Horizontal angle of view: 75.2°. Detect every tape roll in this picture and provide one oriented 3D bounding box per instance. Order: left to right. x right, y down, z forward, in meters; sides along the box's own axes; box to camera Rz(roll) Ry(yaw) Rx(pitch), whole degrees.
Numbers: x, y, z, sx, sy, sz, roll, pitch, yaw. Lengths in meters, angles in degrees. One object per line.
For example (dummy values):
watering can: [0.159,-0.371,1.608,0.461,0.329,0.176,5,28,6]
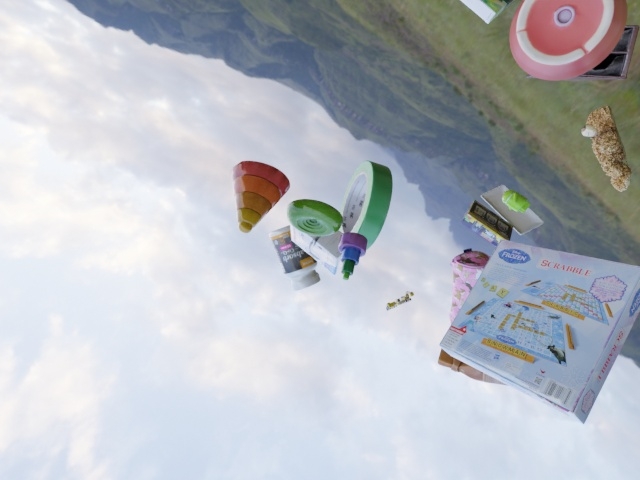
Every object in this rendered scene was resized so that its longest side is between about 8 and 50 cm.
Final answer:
tape roll: [0.153,-0.123,1.495,0.077,0.321,0.321,15,-150,-13]

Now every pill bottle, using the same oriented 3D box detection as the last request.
pill bottle: [-0.107,0.068,1.827,0.162,0.162,0.279,-28,-82,-61]

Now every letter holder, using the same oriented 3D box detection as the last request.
letter holder: [0.851,-0.623,1.399,0.214,0.152,0.302,3,-160,4]

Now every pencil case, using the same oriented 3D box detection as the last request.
pencil case: [0.661,0.234,1.835,0.160,0.386,0.167,-18,-150,-18]

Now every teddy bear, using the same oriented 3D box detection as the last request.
teddy bear: [1.121,-0.349,1.628,0.338,0.113,0.245,57,-138,-16]

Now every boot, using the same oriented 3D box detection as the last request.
boot: [0.514,0.330,1.320,0.220,0.109,0.283,7,-141,34]

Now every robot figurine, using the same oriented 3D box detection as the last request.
robot figurine: [0.808,-0.165,1.725,0.115,0.067,0.101,41,-179,19]

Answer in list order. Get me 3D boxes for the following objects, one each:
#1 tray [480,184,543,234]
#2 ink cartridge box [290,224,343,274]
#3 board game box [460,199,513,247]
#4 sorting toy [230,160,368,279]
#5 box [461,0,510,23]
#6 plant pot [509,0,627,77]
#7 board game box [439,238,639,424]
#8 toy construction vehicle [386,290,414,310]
tray: [0.883,-0.140,1.928,0.145,0.030,0.270,-24,-123,-16]
ink cartridge box: [0.000,0.000,1.292,0.190,0.140,0.082,37,-111,16]
board game box: [0.595,-0.057,1.479,0.170,0.048,0.141,37,-141,9]
sorting toy: [-0.042,-0.016,0.866,0.365,0.127,0.126,32,-121,-33]
box: [0.660,-1.003,1.605,0.232,0.058,0.322,43,-109,6]
plant pot: [0.607,-0.540,1.034,0.275,0.275,0.243,39,-146,13]
board game box: [0.470,0.167,0.905,0.066,0.318,0.318,41,169,-32]
toy construction vehicle: [0.278,0.211,1.469,0.085,0.098,0.035,-19,-104,-17]
